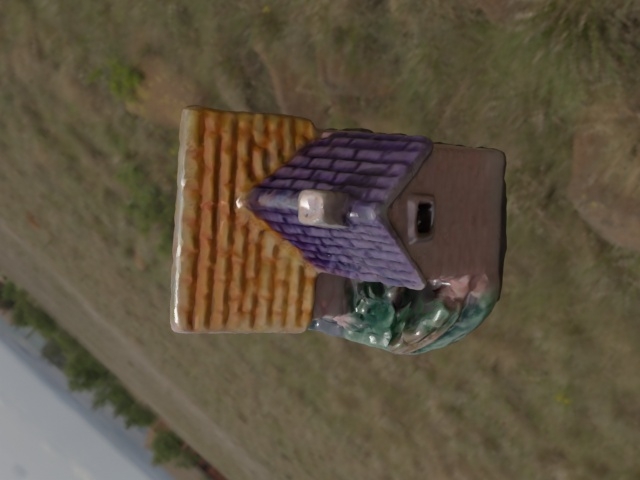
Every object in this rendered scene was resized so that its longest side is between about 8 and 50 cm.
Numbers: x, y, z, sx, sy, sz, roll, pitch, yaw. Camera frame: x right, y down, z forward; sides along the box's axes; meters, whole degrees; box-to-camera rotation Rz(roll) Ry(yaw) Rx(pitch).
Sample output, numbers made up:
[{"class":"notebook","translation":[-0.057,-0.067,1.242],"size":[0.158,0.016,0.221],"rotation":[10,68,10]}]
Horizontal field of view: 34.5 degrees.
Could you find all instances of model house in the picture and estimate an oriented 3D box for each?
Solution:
[{"class":"model house","translation":[0.000,0.000,0.877],"size":[0.236,0.202,0.237],"rotation":[14,-171,39]}]
